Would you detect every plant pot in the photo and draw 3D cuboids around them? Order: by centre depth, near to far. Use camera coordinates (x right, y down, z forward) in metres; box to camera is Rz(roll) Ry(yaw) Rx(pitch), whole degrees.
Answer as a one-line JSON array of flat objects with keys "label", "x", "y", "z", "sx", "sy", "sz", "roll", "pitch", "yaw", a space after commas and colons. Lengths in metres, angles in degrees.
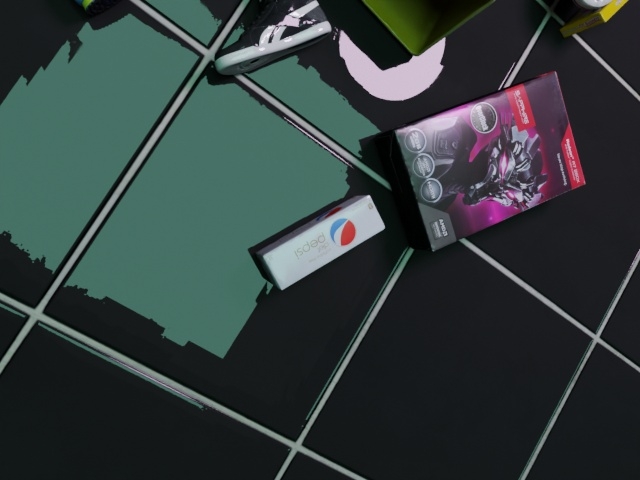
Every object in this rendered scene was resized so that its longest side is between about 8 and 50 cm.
[{"label": "plant pot", "x": 0.195, "y": -0.489, "z": 0.878, "sx": 0.212, "sy": 0.212, "sz": 0.187, "roll": 41, "pitch": 68, "yaw": -16}]

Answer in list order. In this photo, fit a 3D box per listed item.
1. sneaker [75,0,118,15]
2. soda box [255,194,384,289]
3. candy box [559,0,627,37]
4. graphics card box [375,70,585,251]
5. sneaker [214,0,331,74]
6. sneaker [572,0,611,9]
[{"label": "sneaker", "x": -0.293, "y": -0.430, "z": 0.786, "sx": 0.209, "sy": 0.069, "sz": 0.082, "roll": -36, "pitch": 99, "yaw": -12}, {"label": "soda box", "x": 0.000, "y": 0.000, "z": 0.901, "sx": 0.216, "sy": 0.074, "sz": 0.069, "roll": -31, "pitch": 102, "yaw": -14}, {"label": "candy box", "x": 0.589, "y": -0.493, "z": 1.044, "sx": 0.206, "sy": 0.105, "sz": 0.027, "roll": -43, "pitch": 103, "yaw": -11}, {"label": "graphics card box", "x": 0.309, "y": -0.152, "z": 0.982, "sx": 0.370, "sy": 0.094, "sz": 0.233, "roll": -21, "pitch": 100, "yaw": -15}, {"label": "sneaker", "x": -0.097, "y": -0.362, "z": 0.853, "sx": 0.216, "sy": 0.079, "sz": 0.121, "roll": -29, "pitch": 98, "yaw": -22}, {"label": "sneaker", "x": 0.541, "y": -0.592, "z": 1.011, "sx": 0.126, "sy": 0.127, "sz": 0.321, "roll": 19, "pitch": 89, "yaw": -15}]
